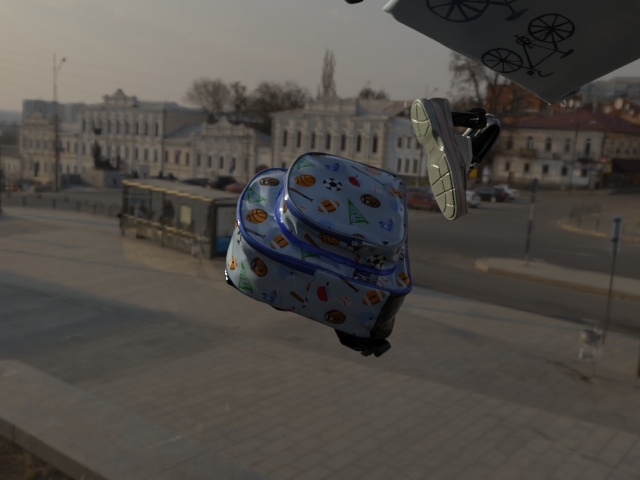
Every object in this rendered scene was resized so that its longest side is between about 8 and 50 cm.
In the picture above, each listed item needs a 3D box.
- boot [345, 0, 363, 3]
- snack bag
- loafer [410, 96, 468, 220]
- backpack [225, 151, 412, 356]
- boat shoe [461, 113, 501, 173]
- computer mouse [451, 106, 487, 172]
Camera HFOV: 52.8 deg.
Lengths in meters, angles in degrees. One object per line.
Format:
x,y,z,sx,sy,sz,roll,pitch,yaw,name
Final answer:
0.039,-0.689,1.133,0.445,0.367,0.146,31,33,-38,boot
0.300,-0.316,0.864,0.342,0.037,0.323,23,-17,-17,snack bag
0.127,-0.084,0.635,0.039,0.125,0.045,-15,-6,-19,loafer
0.000,0.000,0.941,0.263,0.213,0.277,10,33,-1,backpack
0.337,-0.197,1.477,0.075,0.206,0.065,32,18,-17,boat shoe
0.214,-0.142,1.043,0.105,0.042,0.193,-4,-27,11,computer mouse
